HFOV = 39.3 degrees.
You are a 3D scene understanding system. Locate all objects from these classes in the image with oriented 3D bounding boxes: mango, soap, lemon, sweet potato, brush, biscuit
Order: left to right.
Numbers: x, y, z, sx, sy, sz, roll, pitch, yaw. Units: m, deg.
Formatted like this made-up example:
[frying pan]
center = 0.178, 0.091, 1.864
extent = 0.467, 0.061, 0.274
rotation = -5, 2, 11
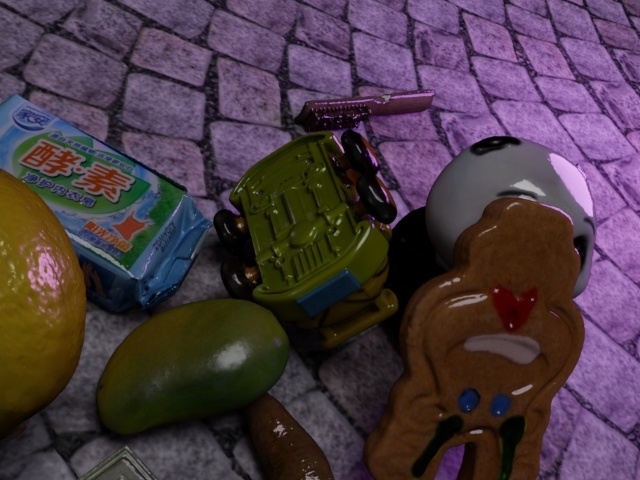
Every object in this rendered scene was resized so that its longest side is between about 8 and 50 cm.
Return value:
[lemon]
center = -0.305, 0.068, 0.721
extent = 0.240, 0.240, 0.219
rotation = -18, 74, -39
[soap]
center = -0.265, -0.040, 0.948
extent = 0.293, 0.077, 0.156
rotation = 29, 43, -3
[mango]
center = -0.124, 0.114, 0.866
extent = 0.191, 0.085, 0.122
rotation = -10, 53, -16
[sweet potato]
center = -0.034, 0.204, 0.872
extent = 0.068, 0.068, 0.226
rotation = -3, 39, -31
[brush]
center = 0.074, -0.187, 1.299
extent = 0.248, 0.043, 0.036
rotation = -11, 65, -37
[biscuit]
center = 0.167, 0.121, 0.898
extent = 0.202, 0.333, 0.047
rotation = 15, 7, -21

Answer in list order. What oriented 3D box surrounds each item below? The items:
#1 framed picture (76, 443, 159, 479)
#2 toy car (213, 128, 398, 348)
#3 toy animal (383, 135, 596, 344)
[framed picture]
center = -0.153, 0.300, 0.751
extent = 0.231, 0.010, 0.173
rotation = 43, 44, 12
[toy car]
center = 0.000, 0.000, 0.991
extent = 0.142, 0.200, 0.247
rotation = 51, 17, -38
[toy animal]
center = 0.194, 0.017, 1.024
extent = 0.213, 0.266, 0.212
rotation = 17, 49, -20
